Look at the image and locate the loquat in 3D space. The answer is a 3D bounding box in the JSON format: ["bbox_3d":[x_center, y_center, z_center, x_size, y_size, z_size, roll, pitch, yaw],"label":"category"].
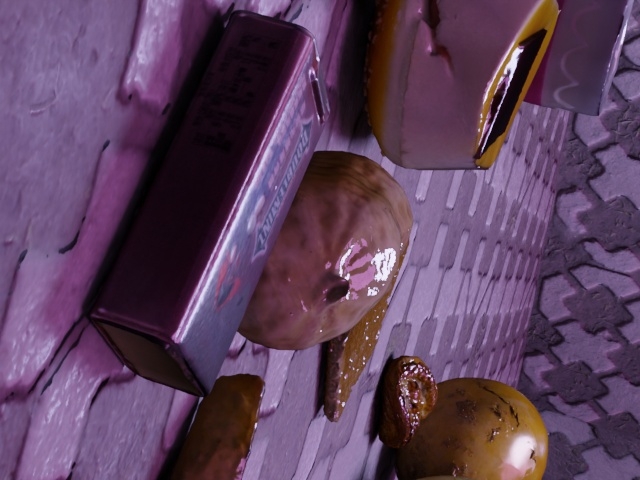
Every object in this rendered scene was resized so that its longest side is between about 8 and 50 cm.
[{"bbox_3d":[0.223,0.318,1.988,0.235,0.235,0.235,16,90,-76],"label":"loquat"}]

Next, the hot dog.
[{"bbox_3d":[0.115,0.220,1.805,0.099,0.065,0.147,-48,154,-41],"label":"hot dog"}]

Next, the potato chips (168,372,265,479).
[{"bbox_3d":[-0.120,0.295,0.996,0.080,0.057,0.407,71,34,-89],"label":"potato chips"}]

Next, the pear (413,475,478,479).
[{"bbox_3d":[0.156,0.474,1.788,0.309,0.309,0.309,16,90,-76],"label":"pear"}]

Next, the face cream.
[{"bbox_3d":[0.262,-0.251,1.585,0.175,0.195,0.175,15,90,-77],"label":"face cream"}]

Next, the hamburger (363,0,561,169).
[{"bbox_3d":[0.126,-0.173,1.259,0.295,0.151,0.227,-5,116,-80],"label":"hamburger"}]

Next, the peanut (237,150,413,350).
[{"bbox_3d":[0.000,0.000,0.996,0.224,0.129,0.129,-53,155,-61],"label":"peanut"}]

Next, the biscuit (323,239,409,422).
[{"bbox_3d":[0.052,0.083,1.487,0.237,0.026,0.131,-59,161,-48],"label":"biscuit"}]

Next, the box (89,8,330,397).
[{"bbox_3d":[-0.064,-0.022,0.843,0.120,0.069,0.224,73,35,-66],"label":"box"}]
